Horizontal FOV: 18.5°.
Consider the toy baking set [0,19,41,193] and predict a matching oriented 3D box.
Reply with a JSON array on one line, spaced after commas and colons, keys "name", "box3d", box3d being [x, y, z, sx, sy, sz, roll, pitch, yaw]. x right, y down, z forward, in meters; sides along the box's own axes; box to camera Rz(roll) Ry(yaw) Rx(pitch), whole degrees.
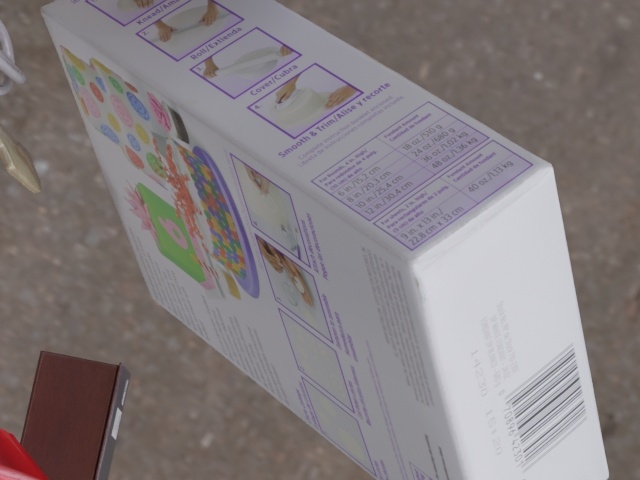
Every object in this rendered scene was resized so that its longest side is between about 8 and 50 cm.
[{"name": "toy baking set", "box3d": [-0.203, -0.139, 0.995, 0.030, 0.197, 0.256, -26, 94, 6]}]

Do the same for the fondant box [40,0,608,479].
[{"name": "fondant box", "box3d": [0.000, 0.000, 1.082, 0.096, 0.330, 0.238, -37, 136, -21]}]

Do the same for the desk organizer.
[{"name": "desk organizer", "box3d": [-0.152, 0.134, 1.164, 0.047, 0.050, 0.130, 88, 13, -79]}]

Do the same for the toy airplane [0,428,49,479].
[{"name": "toy airplane", "box3d": [-0.095, 0.080, 0.607, 0.151, 0.151, 0.028, 22, 105, -48]}]
